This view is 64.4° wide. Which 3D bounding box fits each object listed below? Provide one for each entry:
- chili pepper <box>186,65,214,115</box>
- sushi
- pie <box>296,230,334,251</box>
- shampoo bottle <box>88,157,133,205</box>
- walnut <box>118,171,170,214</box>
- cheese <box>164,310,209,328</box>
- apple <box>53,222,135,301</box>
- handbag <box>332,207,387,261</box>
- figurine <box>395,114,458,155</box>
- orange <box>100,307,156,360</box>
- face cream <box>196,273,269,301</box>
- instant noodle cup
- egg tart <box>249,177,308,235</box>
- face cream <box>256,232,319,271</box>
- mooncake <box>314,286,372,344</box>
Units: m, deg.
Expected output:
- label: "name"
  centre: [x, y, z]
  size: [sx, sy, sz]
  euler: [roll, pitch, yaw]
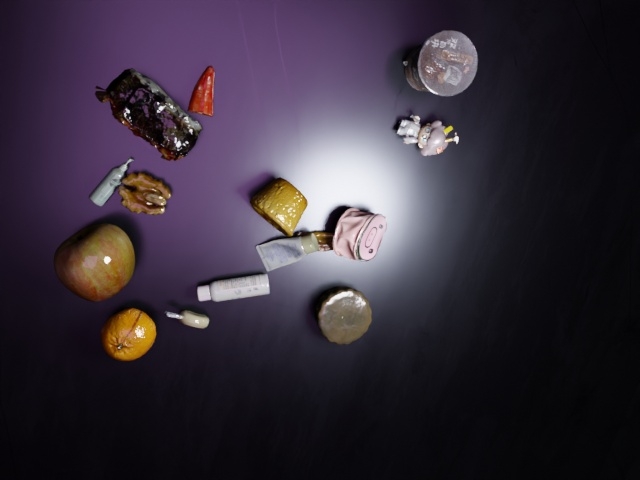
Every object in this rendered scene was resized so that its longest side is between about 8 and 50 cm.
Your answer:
- label: "chili pepper"
  centre: [-0.394, -0.515, 1.740]
  size: [0.088, 0.065, 0.168]
  euler: [13, 98, -15]
- label: "sushi"
  centre: [-0.557, -0.414, 1.662]
  size: [0.343, 0.196, 0.181]
  euler: [40, 87, -18]
- label: "pie"
  centre: [0.002, 0.002, 1.960]
  size: [0.191, 0.033, 0.088]
  euler: [0, 115, -4]
- label: "shampoo bottle"
  centre: [-0.717, -0.209, 1.754]
  size: [0.056, 0.056, 0.195]
  euler: [39, 94, -17]
- label: "walnut"
  centre: [-0.616, -0.161, 1.779]
  size: [0.170, 0.069, 0.142]
  euler: [25, 97, -17]
- label: "cheese"
  centre: [-0.502, 0.288, 1.904]
  size: [0.171, 0.092, 0.047]
  euler: [19, 85, -22]
- label: "apple"
  centre: [-0.751, 0.076, 1.716]
  size: [0.257, 0.257, 0.233]
  euler: [-25, 112, -4]
- label: "handbag"
  centre: [0.148, -0.019, 1.907]
  size: [0.179, 0.117, 0.204]
  euler: [19, 93, -55]
- label: "figurine"
  centre: [0.394, -0.389, 1.904]
  size: [0.229, 0.112, 0.137]
  euler: [19, 92, -2]
- label: "orange"
  centre: [-0.696, 0.343, 1.842]
  size: [0.194, 0.161, 0.193]
  euler: [-4, 106, -15]
- label: "face cream"
  centre: [-0.329, 0.182, 1.916]
  size: [0.269, 0.082, 0.081]
  euler: [-8, 105, -8]
- label: "instant noodle cup"
  centre: [0.410, -0.617, 1.794]
  size: [0.218, 0.207, 0.217]
  euler: [-2, 105, -9]
- label: "egg tart"
  centre: [-0.137, -0.124, 1.828]
  size: [0.202, 0.203, 0.147]
  euler: [44, 81, -18]
- label: "face cream"
  centre: [-0.123, 0.036, 1.923]
  size: [0.224, 0.070, 0.114]
  euler: [-18, 109, 14]
- label: "mooncake"
  centre: [0.086, 0.289, 2.005]
  size: [0.229, 0.124, 0.228]
  euler: [-2, 99, -13]
